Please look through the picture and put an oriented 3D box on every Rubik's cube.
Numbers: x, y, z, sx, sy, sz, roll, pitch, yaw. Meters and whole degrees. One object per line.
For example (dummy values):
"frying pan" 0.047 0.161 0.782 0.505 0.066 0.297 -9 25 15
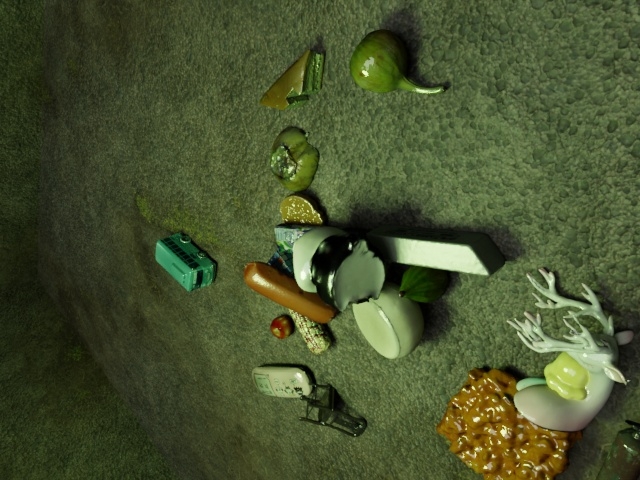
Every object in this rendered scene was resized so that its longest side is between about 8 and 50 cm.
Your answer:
"Rubik's cube" -0.114 0.082 1.633 0.092 0.092 0.092 54 132 12

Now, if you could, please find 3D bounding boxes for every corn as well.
"corn" -0.050 0.276 1.656 0.086 0.086 0.253 -40 78 42

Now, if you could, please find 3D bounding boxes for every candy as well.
"candy" 0.000 0.000 1.486 0.312 0.061 0.088 5 110 27

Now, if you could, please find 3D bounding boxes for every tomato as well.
"tomato" -0.146 0.323 1.765 0.087 0.075 0.087 16 118 32

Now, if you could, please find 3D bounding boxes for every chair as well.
"chair" 0.045 0.607 1.708 0.229 0.113 0.106 20 123 -9

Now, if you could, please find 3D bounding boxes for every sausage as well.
"sausage" -0.097 0.175 1.561 0.348 0.094 0.097 27 128 -9

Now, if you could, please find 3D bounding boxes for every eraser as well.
"eraser" 0.291 0.017 1.243 0.352 0.111 0.077 8 109 39

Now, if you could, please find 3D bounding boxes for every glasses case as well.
"glasses case" -0.152 0.546 1.851 0.314 0.075 0.122 -12 100 41

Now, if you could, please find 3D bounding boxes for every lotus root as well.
"lotus root" -0.100 -0.252 1.507 0.183 0.078 0.204 32 123 28

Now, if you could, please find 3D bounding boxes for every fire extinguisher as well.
"fire extinguisher" 0.692 0.517 1.100 0.072 0.089 0.268 -105 19 -63

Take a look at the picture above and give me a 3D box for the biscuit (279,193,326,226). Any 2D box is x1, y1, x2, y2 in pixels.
"biscuit" -0.051 -0.074 1.549 0.170 0.050 0.170 14 122 25

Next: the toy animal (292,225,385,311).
"toy animal" 0.041 0.074 1.305 0.266 0.212 0.213 18 120 61

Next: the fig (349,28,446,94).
"fig" 0.194 -0.415 1.182 0.245 0.149 0.149 33 127 4

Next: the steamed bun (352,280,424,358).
"steamed bun" 0.205 0.213 1.362 0.232 0.145 0.232 48 154 32

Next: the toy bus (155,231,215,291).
"toy bus" -0.568 0.092 1.997 0.256 0.147 0.128 37 129 26

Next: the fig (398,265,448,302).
"fig" 0.258 0.114 1.267 0.117 0.177 0.117 23 118 52

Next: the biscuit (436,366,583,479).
"biscuit" 0.488 0.508 1.260 0.312 0.110 0.318 35 126 28

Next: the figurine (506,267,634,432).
"figurine" 0.539 0.258 1.067 0.284 0.206 0.316 28 119 18

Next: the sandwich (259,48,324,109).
"sandwich" -0.072 -0.445 1.399 0.244 0.090 0.088 -33 79 41
